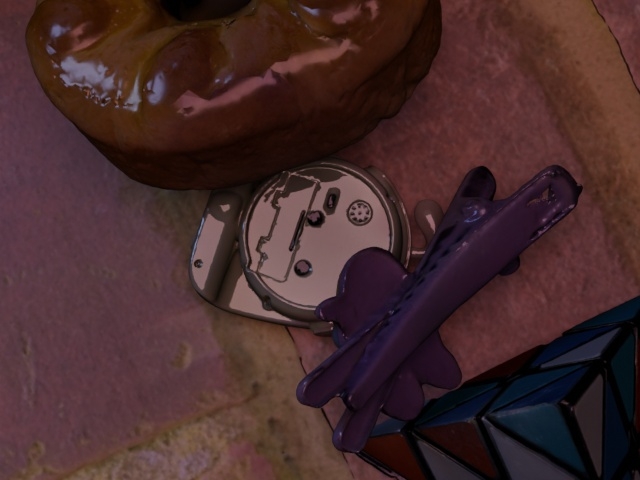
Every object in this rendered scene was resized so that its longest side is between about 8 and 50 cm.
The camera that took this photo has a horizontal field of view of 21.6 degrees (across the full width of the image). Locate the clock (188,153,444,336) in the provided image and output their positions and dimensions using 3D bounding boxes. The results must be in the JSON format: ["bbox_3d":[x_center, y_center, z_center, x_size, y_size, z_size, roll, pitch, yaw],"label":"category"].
[{"bbox_3d":[0.000,0.000,1.344,0.191,0.062,0.151,17,82,5],"label":"clock"}]

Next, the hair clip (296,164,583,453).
[{"bbox_3d":[0.087,0.047,1.288,0.278,0.090,0.137,-43,115,-18],"label":"hair clip"}]

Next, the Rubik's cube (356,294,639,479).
[{"bbox_3d":[0.222,0.190,1.291,0.250,0.284,0.234,-29,93,-36],"label":"Rubik's cube"}]

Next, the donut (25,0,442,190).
[{"bbox_3d":[-0.065,-0.179,1.300,0.317,0.150,0.299,13,63,21],"label":"donut"}]
